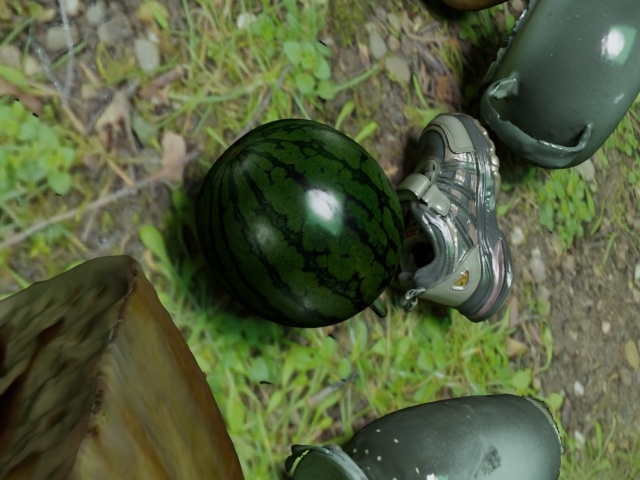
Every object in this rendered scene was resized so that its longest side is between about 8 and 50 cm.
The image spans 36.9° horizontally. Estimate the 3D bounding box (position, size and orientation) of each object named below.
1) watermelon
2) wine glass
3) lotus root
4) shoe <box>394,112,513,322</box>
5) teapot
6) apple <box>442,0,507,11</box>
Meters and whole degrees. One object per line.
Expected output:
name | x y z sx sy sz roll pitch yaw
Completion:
watermelon | 0.000 0.000 0.680 0.187 0.140 0.141 41 55 -31
wine glass | 0.082 0.177 0.708 0.204 0.111 0.111 -7 82 -38
lotus root | -0.163 0.181 0.449 0.316 0.316 0.250 -54 130 -35
shoe | 0.095 -0.020 0.799 0.092 0.089 0.180 0 74 -26
teapot | 0.225 -0.163 0.876 0.129 0.193 0.294 30 46 6
apple | 0.147 -0.284 0.872 0.146 0.146 0.131 19 71 -33
